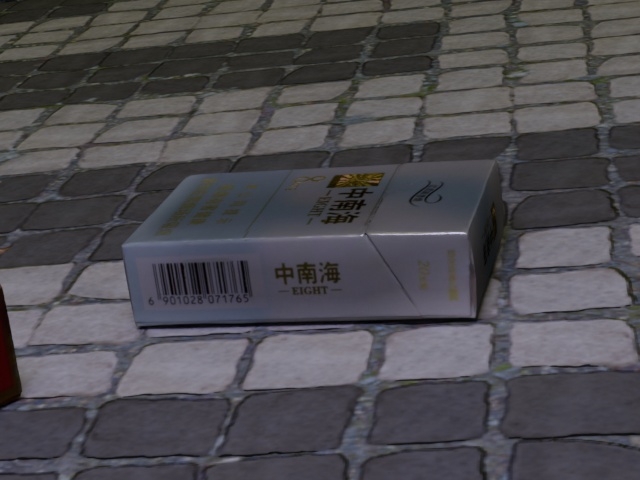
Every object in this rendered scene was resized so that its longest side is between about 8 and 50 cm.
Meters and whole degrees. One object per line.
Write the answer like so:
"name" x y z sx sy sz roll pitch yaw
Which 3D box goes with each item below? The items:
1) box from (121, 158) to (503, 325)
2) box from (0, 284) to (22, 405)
"box" 0.000 0.000 1.094 0.242 0.067 0.155 -3 22 14
"box" -0.368 0.098 0.934 0.197 0.089 0.313 13 29 41
